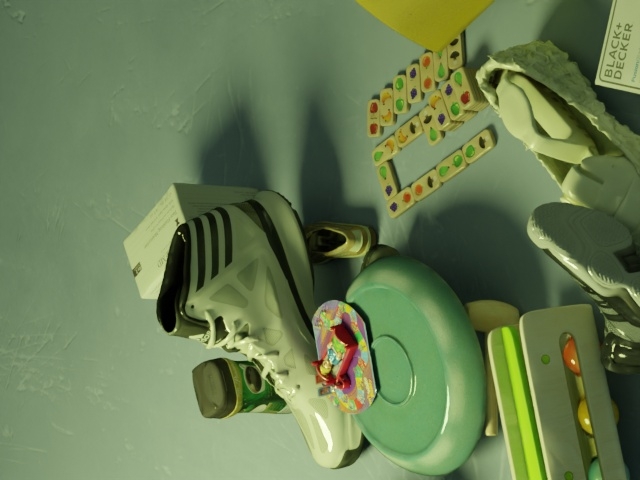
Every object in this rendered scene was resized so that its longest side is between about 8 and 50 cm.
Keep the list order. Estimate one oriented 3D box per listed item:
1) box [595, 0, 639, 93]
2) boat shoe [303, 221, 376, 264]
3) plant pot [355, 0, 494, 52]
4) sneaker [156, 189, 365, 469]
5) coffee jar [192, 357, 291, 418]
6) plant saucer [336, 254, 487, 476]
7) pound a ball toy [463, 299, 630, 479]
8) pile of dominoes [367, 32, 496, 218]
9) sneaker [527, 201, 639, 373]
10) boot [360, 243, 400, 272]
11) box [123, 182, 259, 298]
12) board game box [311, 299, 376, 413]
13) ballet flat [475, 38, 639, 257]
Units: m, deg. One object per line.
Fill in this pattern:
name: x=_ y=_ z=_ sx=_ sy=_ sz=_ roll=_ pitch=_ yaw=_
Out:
box: x=0.471 y=-0.232 z=1.628 sx=0.290 sy=0.087 sz=0.169 roll=24 pitch=107 yaw=48
boat shoe: x=0.000 y=0.000 z=2.190 sx=0.190 sy=0.072 sz=0.068 roll=-11 pitch=80 yaw=49
plant pot: x=0.130 y=-0.419 z=1.946 sx=0.212 sy=0.187 sz=0.212 roll=-41 pitch=54 yaw=40
sneaker: x=-0.111 y=0.164 z=2.127 sx=0.169 sy=0.257 sz=0.447 roll=-27 pitch=82 yaw=58
coffee jar: x=-0.115 y=0.234 z=2.233 sx=0.079 sy=0.184 sz=0.096 roll=-36 pitch=62 yaw=43
plant saucer: x=0.111 y=0.179 z=1.957 sx=0.318 sy=0.044 sz=0.317 roll=19 pitch=114 yaw=52
pound a ball toy: x=0.301 y=0.212 z=1.812 sx=0.208 sy=0.136 sz=0.319 roll=135 pitch=128 yaw=-70
pile of dominoes: x=0.145 y=-0.173 z=2.050 sx=0.251 sy=0.040 sz=0.196 roll=-37 pitch=62 yaw=42
sneaker: x=0.350 y=0.072 z=1.687 sx=0.269 sy=0.101 sz=0.153 roll=32 pitch=139 yaw=9
boot: x=0.142 y=0.128 z=2.023 sx=0.161 sy=0.083 sz=0.246 roll=2 pitch=99 yaw=47
box: x=-0.202 y=0.004 z=2.345 sx=0.181 sy=0.182 sz=0.119 roll=-45 pitch=56 yaw=39
board game box: x=0.022 y=0.172 z=2.016 sx=0.133 sy=0.033 sz=0.168 roll=-6 pitch=95 yaw=56
ballet flat: x=0.326 y=-0.100 z=1.764 sx=0.409 sy=0.147 sz=0.147 roll=55 pitch=128 yaw=34
